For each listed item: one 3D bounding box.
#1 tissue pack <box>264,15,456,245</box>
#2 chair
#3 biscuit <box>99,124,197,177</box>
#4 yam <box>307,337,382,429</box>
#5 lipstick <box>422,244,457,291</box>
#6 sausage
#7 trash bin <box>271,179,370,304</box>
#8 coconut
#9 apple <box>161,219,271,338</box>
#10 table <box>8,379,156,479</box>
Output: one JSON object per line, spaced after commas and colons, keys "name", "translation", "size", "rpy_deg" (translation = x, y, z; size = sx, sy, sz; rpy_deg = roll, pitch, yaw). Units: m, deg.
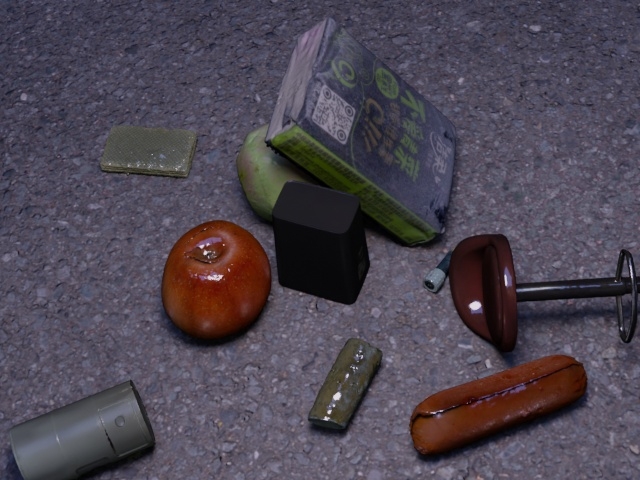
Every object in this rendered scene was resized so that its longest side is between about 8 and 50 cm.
{"name": "tissue pack", "translation": [0.096, -0.206, 1.786], "size": [0.124, 0.394, 0.288], "rpy_deg": [-23, 44, 44]}
{"name": "chair", "translation": [0.440, 0.088, 1.638], "size": [0.401, 0.226, 0.226], "rpy_deg": [-4, 55, 4]}
{"name": "biscuit", "translation": [-0.378, -0.198, 2.014], "size": [0.199, 0.040, 0.121], "rpy_deg": [4, 58, 7]}
{"name": "yam", "translation": [0.045, 0.261, 1.642], "size": [0.078, 0.078, 0.179], "rpy_deg": [19, 59, 17]}
{"name": "lipstick", "translation": [0.246, 0.051, 1.794], "size": [0.037, 0.037, 0.116], "rpy_deg": [30, 59, 23]}
{"name": "sausage", "translation": [0.306, 0.282, 1.592], "size": [0.330, 0.102, 0.102], "rpy_deg": [-17, 56, -8]}
{"name": "trash bin", "translation": [0.000, 0.000, 1.732], "size": [0.165, 0.225, 0.115], "rpy_deg": [15, 57, 15]}
{"name": "coconut", "translation": [-0.049, -0.152, 1.855], "size": [0.236, 0.204, 0.236], "rpy_deg": [-13, 44, 13]}
{"name": "apple", "translation": [-0.200, 0.067, 1.736], "size": [0.210, 0.173, 0.235], "rpy_deg": [-7, 54, 0]}
{"name": "table", "translation": [-0.413, 0.341, 1.596], "size": [0.220, 0.126, 0.126], "rpy_deg": [-22, 57, -10]}
